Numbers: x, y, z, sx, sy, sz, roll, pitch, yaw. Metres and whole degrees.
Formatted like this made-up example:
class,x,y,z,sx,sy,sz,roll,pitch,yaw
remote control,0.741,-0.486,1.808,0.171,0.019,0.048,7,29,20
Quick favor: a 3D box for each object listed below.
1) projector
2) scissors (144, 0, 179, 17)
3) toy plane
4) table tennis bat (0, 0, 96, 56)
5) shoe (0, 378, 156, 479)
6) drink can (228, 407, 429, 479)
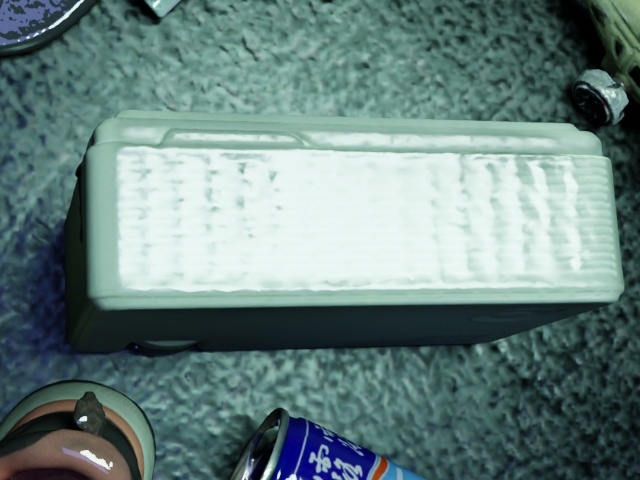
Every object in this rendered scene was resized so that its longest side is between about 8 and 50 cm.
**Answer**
class,x,y,z,sx,sy,sz,roll,pitch,yaw
projector,0.000,0.000,0.689,0.256,0.192,0.099,0,78,-14
scissors,-0.012,-0.226,0.786,0.125,0.030,0.256,40,80,22
toy plane,0.180,-0.145,0.802,0.092,0.108,0.286,-38,80,-14
table tennis bat,-0.163,-0.208,0.763,0.150,0.027,0.236,45,77,-4
shoe,-0.165,0.203,0.648,0.114,0.137,0.291,29,78,-7
drink can,0.060,0.184,0.727,0.235,0.097,0.097,29,77,-8
